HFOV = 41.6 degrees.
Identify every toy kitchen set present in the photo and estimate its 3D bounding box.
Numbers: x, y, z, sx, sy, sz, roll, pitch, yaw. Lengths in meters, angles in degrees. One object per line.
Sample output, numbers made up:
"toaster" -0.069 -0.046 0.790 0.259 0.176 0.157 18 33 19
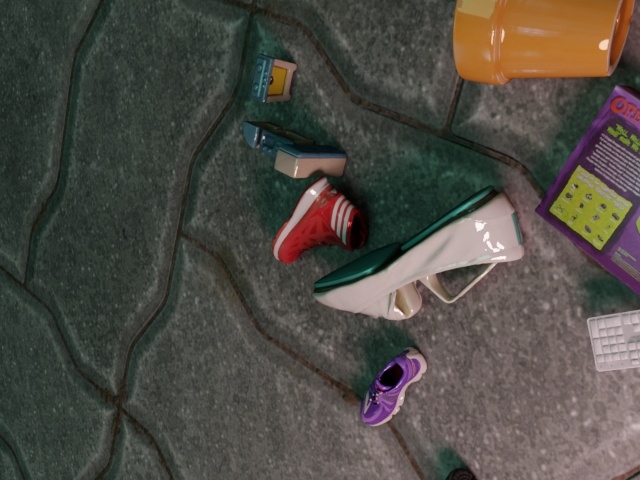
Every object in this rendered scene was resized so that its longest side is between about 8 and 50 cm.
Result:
"toy kitchen set" -0.056 -0.219 1.458 0.207 0.122 0.166 28 113 37

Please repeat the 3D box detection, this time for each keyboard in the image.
"keyboard" 0.453 0.112 1.036 0.256 0.014 0.072 -17 84 42

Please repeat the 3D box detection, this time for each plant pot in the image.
"plant pot" 0.296 -0.293 1.087 0.188 0.205 0.205 16 106 24

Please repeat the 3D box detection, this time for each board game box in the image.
"board game box" 0.458 -0.018 1.056 0.347 0.056 0.208 45 127 30

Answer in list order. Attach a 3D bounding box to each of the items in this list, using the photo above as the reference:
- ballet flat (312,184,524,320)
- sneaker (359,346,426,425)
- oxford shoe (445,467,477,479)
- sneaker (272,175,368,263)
"ballet flat" 0.146 0.053 1.311 0.400 0.139 0.139 -30 74 40
"sneaker" 0.105 0.242 1.396 0.068 0.071 0.169 47 124 29
"oxford shoe" 0.221 0.471 1.311 0.096 0.083 0.227 -23 73 56
"sneaker" 0.000 0.000 1.458 0.128 0.087 0.221 41 144 10
